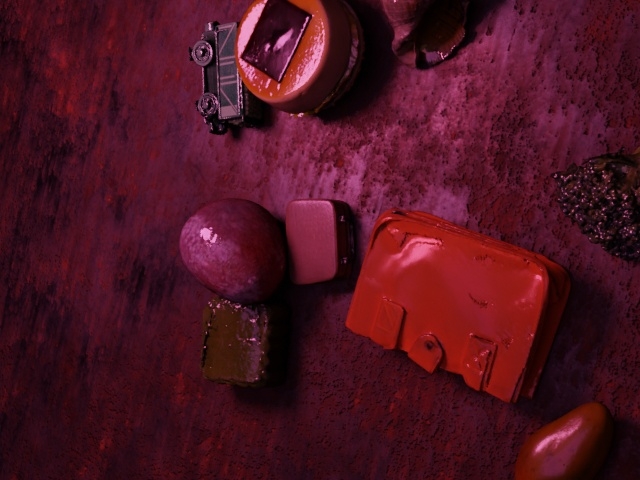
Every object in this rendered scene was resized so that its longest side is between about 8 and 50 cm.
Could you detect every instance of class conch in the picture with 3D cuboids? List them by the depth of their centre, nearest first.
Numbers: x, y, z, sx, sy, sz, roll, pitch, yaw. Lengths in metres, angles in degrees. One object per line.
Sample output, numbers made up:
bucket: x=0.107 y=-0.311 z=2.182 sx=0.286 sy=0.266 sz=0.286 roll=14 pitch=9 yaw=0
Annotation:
conch: x=0.211 y=-0.460 z=1.940 sx=0.178 sy=0.163 sz=0.245 roll=17 pitch=129 yaw=20

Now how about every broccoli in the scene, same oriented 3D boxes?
broccoli: x=0.568 y=-0.084 z=1.706 sx=0.245 sy=0.248 sz=0.288 roll=-35 pitch=55 yaw=-10

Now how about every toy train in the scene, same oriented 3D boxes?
toy train: x=-0.216 y=-0.384 z=2.235 sx=0.154 sy=0.115 sz=0.270 roll=-3 pitch=88 yaw=24

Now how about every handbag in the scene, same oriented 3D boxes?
handbag: x=0.267 y=0.123 z=1.916 sx=0.410 sy=0.116 sz=0.304 roll=22 pitch=101 yaw=31
handbag: x=0.000 y=0.000 z=2.115 sx=0.151 sy=0.072 sz=0.193 roll=-7 pitch=84 yaw=33

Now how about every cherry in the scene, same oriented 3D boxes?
cherry: x=-0.196 y=0.013 z=2.137 sx=0.285 sy=0.236 sz=0.213 roll=54 pitch=156 yaw=35

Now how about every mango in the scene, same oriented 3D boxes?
mango: x=0.456 y=0.405 z=1.794 sx=0.138 sy=0.113 sz=0.253 roll=39 pitch=108 yaw=26

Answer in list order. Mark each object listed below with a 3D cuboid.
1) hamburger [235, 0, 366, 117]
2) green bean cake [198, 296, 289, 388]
hamburger: x=-0.042 y=-0.413 z=2.080 sx=0.300 sy=0.176 sz=0.300 roll=1 pitch=91 yaw=34
green bean cake: x=-0.174 y=0.232 z=2.200 sx=0.200 sy=0.113 sz=0.214 roll=2 pitch=90 yaw=33
